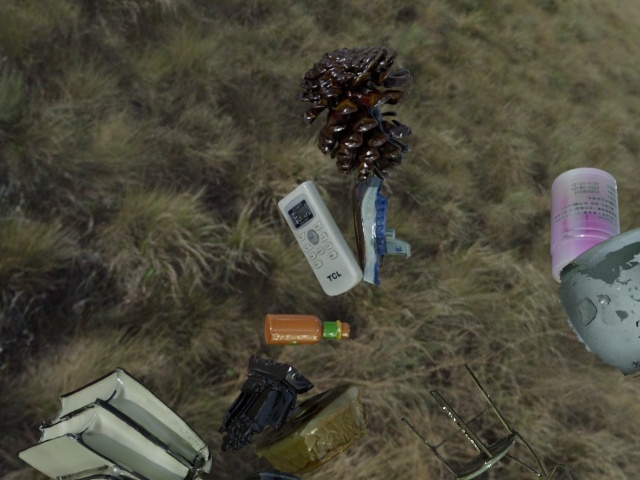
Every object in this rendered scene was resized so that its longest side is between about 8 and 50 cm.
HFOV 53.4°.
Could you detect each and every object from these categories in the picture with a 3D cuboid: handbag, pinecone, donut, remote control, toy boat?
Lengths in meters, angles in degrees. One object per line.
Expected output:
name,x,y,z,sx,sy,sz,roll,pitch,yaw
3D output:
handbag,-0.378,0.387,1.154,0.236,0.358,0.160,41,51,-17
pinecone,0.088,-0.258,1.307,0.246,0.246,0.292,-77,149,-53
donut,-0.009,0.503,1.681,0.160,0.330,0.330,54,34,-1
remote control,0.000,0.000,1.060,0.029,0.087,0.190,-25,85,-43
toy boat,0.140,-0.030,1.444,0.115,0.114,0.262,-5,80,-6

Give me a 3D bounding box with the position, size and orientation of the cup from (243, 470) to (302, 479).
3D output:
cup,-0.101,0.627,1.418,0.176,0.169,0.223,-90,161,-43

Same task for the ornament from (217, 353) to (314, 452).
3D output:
ornament,-0.168,0.423,1.606,0.106,0.251,0.260,50,65,-22

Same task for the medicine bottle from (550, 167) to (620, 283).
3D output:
medicine bottle,0.620,-0.028,1.494,0.152,0.152,0.254,27,57,-22

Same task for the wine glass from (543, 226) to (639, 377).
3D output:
wine glass,0.514,0.044,0.886,0.357,0.190,0.190,-25,64,-10

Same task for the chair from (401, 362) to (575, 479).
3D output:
chair,0.335,0.421,1.262,0.170,0.160,0.326,-23,68,-45

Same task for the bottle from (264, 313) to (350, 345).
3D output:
bottle,-0.027,0.197,1.399,0.187,0.069,0.069,3,46,-14
